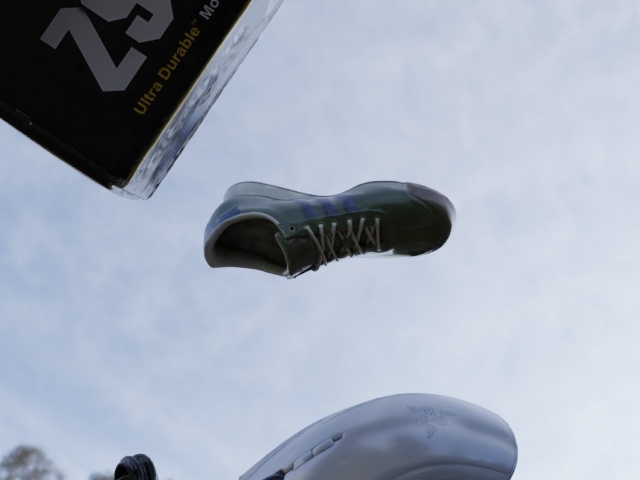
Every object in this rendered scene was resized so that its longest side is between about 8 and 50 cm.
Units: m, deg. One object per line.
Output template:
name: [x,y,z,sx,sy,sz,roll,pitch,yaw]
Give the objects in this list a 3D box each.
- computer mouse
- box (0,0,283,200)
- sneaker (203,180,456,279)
computer mouse: [-0.009,0.108,0.455,0.193,0.106,0.042,-22,-60,5]
box: [-0.104,-0.219,0.479,0.257,0.322,0.079,34,-3,0]
sneaker: [0.000,0.000,0.768,0.192,0.086,0.064,4,-58,20]
